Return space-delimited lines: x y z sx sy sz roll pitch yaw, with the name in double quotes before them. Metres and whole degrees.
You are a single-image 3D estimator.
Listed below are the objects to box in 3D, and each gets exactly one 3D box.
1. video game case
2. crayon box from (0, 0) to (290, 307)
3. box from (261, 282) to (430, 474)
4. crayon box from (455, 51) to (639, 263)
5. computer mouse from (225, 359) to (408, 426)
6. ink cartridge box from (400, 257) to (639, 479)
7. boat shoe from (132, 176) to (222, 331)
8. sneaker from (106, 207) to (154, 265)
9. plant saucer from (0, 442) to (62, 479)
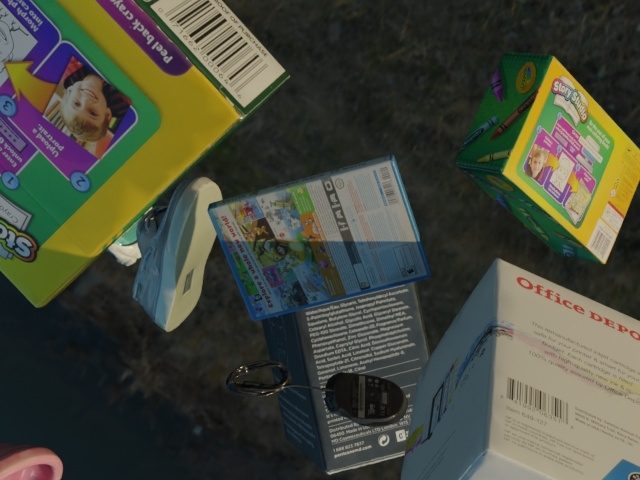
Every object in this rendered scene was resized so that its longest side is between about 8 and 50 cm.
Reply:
"video game case" 0.000 0.000 1.043 0.166 0.015 0.119 -15 117 11
"crayon box" -0.260 -0.166 1.016 0.363 0.106 0.313 48 126 -6
"box" 0.032 0.149 2.015 0.293 0.212 0.395 -170 68 -75
"crayon box" 0.308 -0.103 1.572 0.081 0.165 0.278 13 164 46
"computer mouse" -0.004 0.202 1.574 0.242 0.071 0.041 11 146 -7
"ink cartridge box" 0.174 0.169 0.977 0.171 0.233 0.168 25 127 -6
"boat shoe" -0.170 0.007 1.326 0.081 0.079 0.227 34 137 15
"sneaker" -0.333 -0.088 1.935 0.107 0.275 0.110 -36 136 21
"plant saucer" -0.588 0.457 2.026 0.084 0.332 0.332 43 140 17
